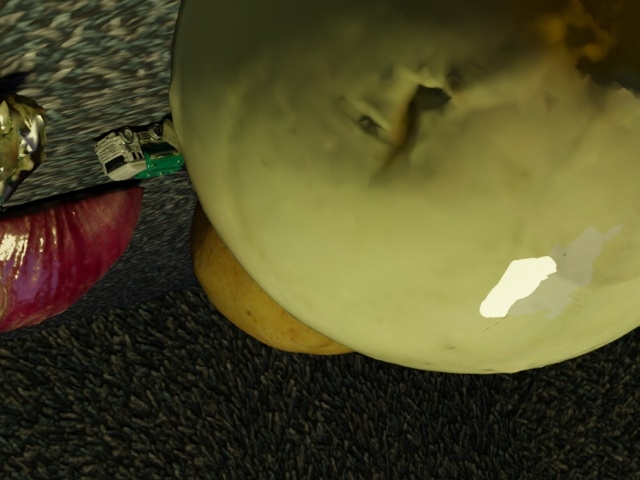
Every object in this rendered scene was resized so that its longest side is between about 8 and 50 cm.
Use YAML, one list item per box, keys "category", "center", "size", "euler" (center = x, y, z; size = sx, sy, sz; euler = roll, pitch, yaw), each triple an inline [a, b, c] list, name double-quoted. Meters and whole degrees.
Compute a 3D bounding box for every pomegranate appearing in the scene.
- category: "pomegranate"
  center: [0.000, 0.000, 1.835]
  size: [0.260, 0.260, 0.260]
  euler: [-19, 176, -1]

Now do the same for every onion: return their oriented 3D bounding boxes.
- category: "onion"
  center: [-0.290, 0.030, 1.907]
  size: [0.247, 0.111, 0.250]
  euler: [-14, 172, -39]

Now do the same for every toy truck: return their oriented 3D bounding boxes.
- category: "toy truck"
  center: [-0.152, -0.074, 1.580]
  size: [0.039, 0.044, 0.083]
  euler: [-26, 174, 34]

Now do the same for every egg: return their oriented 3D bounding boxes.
- category: "egg"
  center: [0.078, -0.078, 0.906]
  size: [0.283, 0.283, 0.345]
  euler: [-21, -178, 17]

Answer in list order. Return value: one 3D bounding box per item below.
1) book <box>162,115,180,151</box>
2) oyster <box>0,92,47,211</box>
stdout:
- category: "book"
  center: [0.027, -0.073, 1.570]
  size: [0.269, 0.025, 0.191]
  euler: [-7, -152, -32]
- category: "oyster"
  center: [-0.299, -0.030, 1.201]
  size: [0.260, 0.092, 0.198]
  euler: [-11, 177, 5]
